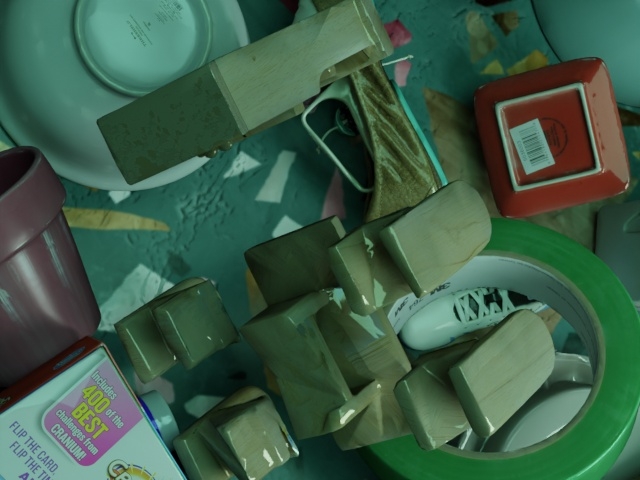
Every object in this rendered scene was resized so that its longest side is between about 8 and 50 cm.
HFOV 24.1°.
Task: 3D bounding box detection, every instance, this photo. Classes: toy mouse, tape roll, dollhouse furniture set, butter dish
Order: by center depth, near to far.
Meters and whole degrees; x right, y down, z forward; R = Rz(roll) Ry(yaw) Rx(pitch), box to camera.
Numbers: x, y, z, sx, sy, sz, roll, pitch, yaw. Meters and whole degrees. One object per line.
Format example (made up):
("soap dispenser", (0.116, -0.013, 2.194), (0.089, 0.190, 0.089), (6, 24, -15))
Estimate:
("dollhouse furniture set", (0.000, 0.000, 1.441), (0.256, 0.362, 0.394), (-35, 101, -50))
("tape roll", (0.174, 0.131, 1.569), (0.321, 0.077, 0.321), (-3, 61, 5))
("toy mouse", (0.012, -0.161, 1.674), (0.161, 0.031, 0.143), (16, 79, -17))
("butter dish", (0.272, -0.118, 1.723), (0.160, 0.118, 0.160), (-13, 90, 20))

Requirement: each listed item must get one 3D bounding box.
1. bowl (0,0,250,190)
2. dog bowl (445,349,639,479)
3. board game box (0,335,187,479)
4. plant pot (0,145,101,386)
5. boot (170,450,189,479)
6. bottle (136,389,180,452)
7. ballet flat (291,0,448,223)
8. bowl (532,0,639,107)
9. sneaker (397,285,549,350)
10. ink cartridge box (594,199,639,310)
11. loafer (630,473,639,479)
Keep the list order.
("bowl", (-0.196, -0.204, 1.552), (0.298, 0.134, 0.298), (2, 84, -19))
("dog bowl", (0.285, 0.291, 1.685), (0.349, 0.102, 0.349), (2, 84, -19))
("board game box", (-0.280, 0.275, 1.398), (0.316, 0.064, 0.242), (-33, 106, -17))
("plant pot", (-0.313, 0.034, 1.463), (0.201, 0.201, 0.180), (-38, 113, -19))
("boot", (-0.082, 0.338, 1.568), (0.229, 0.091, 0.263), (23, 81, -21))
("bottle", (-0.278, 0.235, 1.495), (0.283, 0.092, 0.118), (-25, 91, -20))
("ballet flat", (0.029, -0.171, 1.620), (0.124, 0.116, 0.342), (-21, 95, -1))
("bowl", (0.421, -0.322, 1.769), (0.311, 0.163, 0.311), (2, 83, -20))
("sneaker", (0.192, 0.058, 1.687), (0.237, 0.086, 0.085), (-21, 93, -19))
("ink cartridge box", (0.486, 0.031, 1.728), (0.289, 0.211, 0.121), (8, 83, -18))
("loafer", (0.351, 0.293, 1.604), (0.087, 0.094, 0.251), (42, 73, -15))
